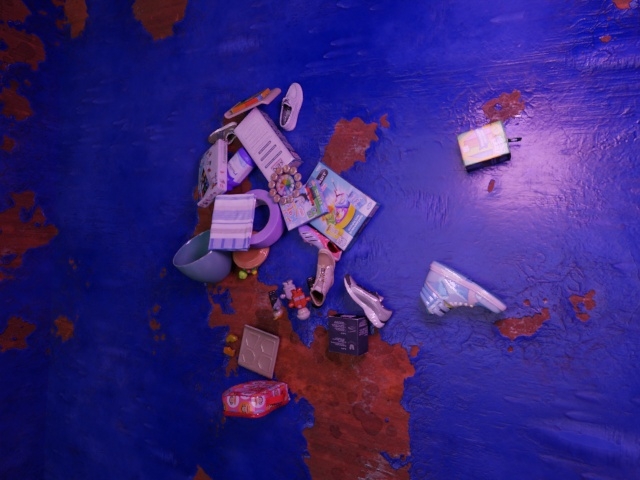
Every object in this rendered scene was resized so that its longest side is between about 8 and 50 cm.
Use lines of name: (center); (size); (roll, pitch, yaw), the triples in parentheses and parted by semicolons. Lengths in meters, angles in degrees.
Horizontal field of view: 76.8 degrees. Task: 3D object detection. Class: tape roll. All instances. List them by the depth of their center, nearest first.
tape roll: (-0.304, -0.103, 1.953); (0.274, 0.090, 0.275); (-6, 72, 20)

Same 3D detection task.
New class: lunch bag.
lunch bag: (-0.278, 0.723, 1.859); (0.257, 0.293, 0.120); (-9, 81, 25)

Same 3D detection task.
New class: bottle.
bottle: (-0.443, -0.340, 2.055); (0.283, 0.092, 0.118); (-43, 69, 19)

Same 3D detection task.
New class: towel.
towel: (-0.416, -0.089, 1.897); (0.208, 0.034, 0.286); (0, 70, 10)

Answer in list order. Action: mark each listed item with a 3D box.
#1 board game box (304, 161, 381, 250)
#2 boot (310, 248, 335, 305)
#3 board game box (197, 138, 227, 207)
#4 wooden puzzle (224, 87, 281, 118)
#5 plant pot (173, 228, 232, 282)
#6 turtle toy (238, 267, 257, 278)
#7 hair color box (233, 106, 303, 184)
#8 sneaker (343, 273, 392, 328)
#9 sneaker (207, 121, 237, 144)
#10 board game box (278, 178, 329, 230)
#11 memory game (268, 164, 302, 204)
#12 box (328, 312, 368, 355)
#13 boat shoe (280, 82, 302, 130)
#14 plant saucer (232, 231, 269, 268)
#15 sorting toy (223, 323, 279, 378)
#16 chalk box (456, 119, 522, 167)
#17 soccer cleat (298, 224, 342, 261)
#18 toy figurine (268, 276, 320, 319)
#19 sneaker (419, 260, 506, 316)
board game box: (0.063, -0.154, 1.821); (0.336, 0.079, 0.254); (39, 105, 20)
boot: (0.006, 0.160, 1.756); (0.077, 0.165, 0.214); (7, 123, 17)
board game box: (-0.548, -0.341, 2.047); (0.192, 0.053, 0.306); (-29, 55, 36)
wooden puzzle: (-0.329, -0.672, 1.949); (0.238, 0.221, 0.044); (-11, 121, 23)
plant pot: (-0.559, 0.103, 2.032); (0.289, 0.290, 0.196); (-13, 122, 25)
turtle toy: (-0.366, 0.134, 2.029); (0.095, 0.066, 0.130); (30, 102, 23)
hair color box: (-0.255, -0.457, 1.961); (0.173, 0.105, 0.347); (-41, 73, 19)
sneaker: (0.203, 0.246, 1.750); (0.108, 0.100, 0.272); (-43, 78, 9)
sneaker: (-0.502, -0.535, 2.100); (0.192, 0.064, 0.086); (-26, 74, 20)
board game box: (-0.079, -0.157, 1.822); (0.211, 0.039, 0.160); (-26, 77, 26)
memory game: (-0.163, -0.255, 1.844); (0.186, 0.012, 0.187); (-2, 86, 29)
box: (0.122, 0.409, 1.766); (0.155, 0.093, 0.159); (-1, 89, 37)
boat shoe: (-0.144, -0.642, 1.923); (0.079, 0.081, 0.228); (13, 95, 25)
plant saucer: (-0.351, 0.043, 1.997); (0.199, 0.037, 0.200); (-7, 64, 15)
sorting toy: (-0.348, 0.541, 2.036); (0.306, 0.041, 0.229); (14, 100, 25)
chalk box: (0.640, -0.360, 1.521); (0.212, 0.132, 0.132); (-16, 83, 23)
soccer cleat: (0.000, 0.000, 1.838); (0.248, 0.083, 0.095); (46, 136, 14)
toy figurine: (-0.112, 0.271, 1.832); (0.209, 0.213, 0.148); (-11, 101, 28)
sneaker: (0.534, 0.240, 1.572); (0.318, 0.127, 0.208); (33, 101, 32)
